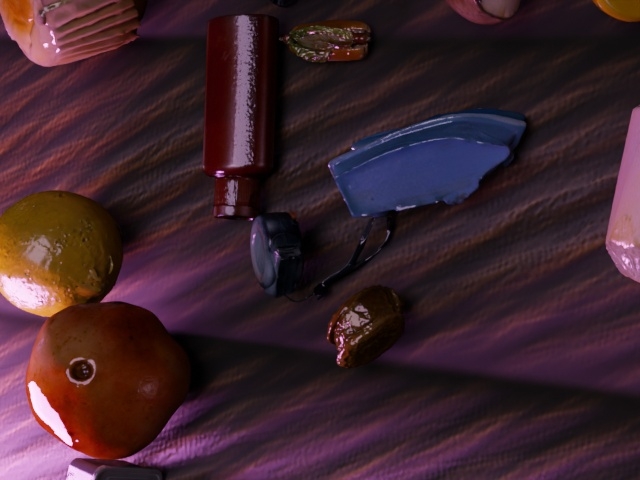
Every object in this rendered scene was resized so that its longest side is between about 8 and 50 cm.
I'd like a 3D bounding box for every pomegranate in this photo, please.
[{"bbox_3d":[-0.273,0.179,1.931,0.209,0.209,0.209,-4,82,31],"label":"pomegranate"}]

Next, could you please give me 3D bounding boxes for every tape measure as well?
[{"bbox_3d":[0.001,0.003,1.881,0.179,0.104,0.107,-16,47,-4],"label":"tape measure"}]

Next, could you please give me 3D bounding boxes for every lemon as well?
[{"bbox_3d":[-0.351,0.019,2.011,0.206,0.173,0.173,24,97,35],"label":"lemon"}]

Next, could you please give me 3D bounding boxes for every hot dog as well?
[{"bbox_3d":[0.006,-0.252,1.901,0.133,0.041,0.056,4,86,32],"label":"hot dog"}]

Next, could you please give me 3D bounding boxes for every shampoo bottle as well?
[{"bbox_3d":[-0.104,-0.157,1.945,0.102,0.064,0.260,-1,85,28],"label":"shampoo bottle"}]

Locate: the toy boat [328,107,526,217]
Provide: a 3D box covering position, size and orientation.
[{"bbox_3d":[0.132,-0.102,1.786,0.238,0.098,0.109,-15,119,21],"label":"toy boat"}]

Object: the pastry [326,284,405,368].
[{"bbox_3d":[0.055,0.103,1.798,0.109,0.097,0.057,-39,66,0],"label":"pastry"}]

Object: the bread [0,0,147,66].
[{"bbox_3d":[-0.345,-0.430,2.016,0.236,0.183,0.389,21,125,53],"label":"bread"}]

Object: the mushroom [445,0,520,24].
[{"bbox_3d":[0.179,-0.394,1.776,0.151,0.156,0.286,2,84,60],"label":"mushroom"}]

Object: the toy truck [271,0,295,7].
[{"bbox_3d":[0.005,-0.365,1.877,0.252,0.107,0.114,-2,83,30],"label":"toy truck"}]

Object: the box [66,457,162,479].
[{"bbox_3d":[-0.275,0.327,1.965,0.069,0.122,0.084,15,91,44],"label":"box"}]

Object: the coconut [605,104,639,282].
[{"bbox_3d":[0.416,-0.062,1.522,0.239,0.239,0.244,16,98,32],"label":"coconut"}]

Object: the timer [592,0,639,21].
[{"bbox_3d":[0.348,-0.291,1.657,0.107,0.107,0.109,-60,16,11],"label":"timer"}]
